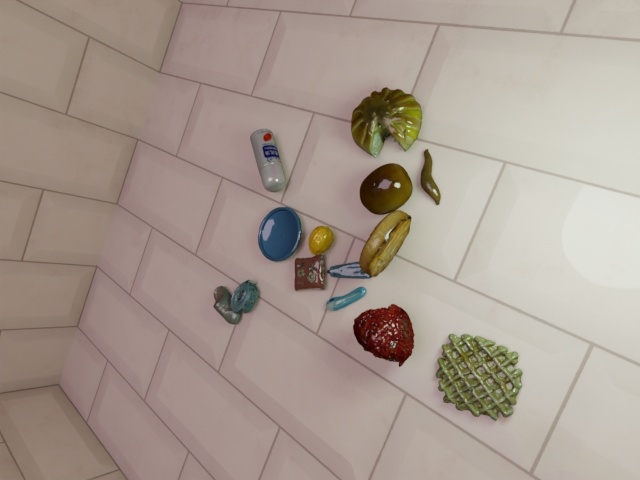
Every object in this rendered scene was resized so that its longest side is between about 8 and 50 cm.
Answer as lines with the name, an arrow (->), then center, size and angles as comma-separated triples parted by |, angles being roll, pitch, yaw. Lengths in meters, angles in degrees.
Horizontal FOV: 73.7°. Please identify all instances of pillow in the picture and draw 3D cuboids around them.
pillow -> -0.058, 0.157, 2.056 | 0.179, 0.075, 0.172 | -8, 78, 34

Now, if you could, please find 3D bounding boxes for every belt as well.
belt -> -0.400, 0.307, 2.267 | 0.162, 0.082, 0.148 | -31, 57, 31

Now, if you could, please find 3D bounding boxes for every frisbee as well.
frisbee -> -0.203, -0.031, 2.198 | 0.289, 0.049, 0.290 | -9, 75, 34

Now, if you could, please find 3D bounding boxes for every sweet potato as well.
sweet potato -> 0.448, -0.266, 1.782 | 0.069, 0.059, 0.250 | -12, 72, 12

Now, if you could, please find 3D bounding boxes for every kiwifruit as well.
kiwifruit -> 0.273, -0.214, 1.815 | 0.233, 0.195, 0.196 | -29, 68, 35

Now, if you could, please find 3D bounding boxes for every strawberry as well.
strawberry -> 0.260, 0.358, 1.702 | 0.273, 0.274, 0.221 | 23, 81, 34

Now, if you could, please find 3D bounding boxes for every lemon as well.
lemon -> 0.000, 0.000, 2.015 | 0.114, 0.114, 0.155 | 33, 102, 33

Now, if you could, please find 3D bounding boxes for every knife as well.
knife -> 0.113, 0.267, 1.948 | 0.221, 0.031, 0.064 | -29, 64, 27

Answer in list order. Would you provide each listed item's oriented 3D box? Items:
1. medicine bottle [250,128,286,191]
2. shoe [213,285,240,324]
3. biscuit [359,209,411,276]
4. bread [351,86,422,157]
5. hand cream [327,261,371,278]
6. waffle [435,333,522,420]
medicine bottle -> -0.273, -0.413, 2.252 | 0.130, 0.130, 0.342 | -27, 69, 29
shoe -> -0.531, 0.351, 2.340 | 0.103, 0.100, 0.251 | -50, 57, 18
biscuit -> 0.256, 0.008, 1.727 | 0.101, 0.296, 0.297 | 34, 103, 22
bread -> 0.278, -0.528, 1.872 | 0.332, 0.160, 0.334 | -6, 78, 33
hand cream -> 0.132, 0.136, 1.955 | 0.224, 0.048, 0.084 | -5, 81, 28
waffle -> 0.578, 0.503, 1.581 | 0.308, 0.056, 0.292 | 10, 88, 34
